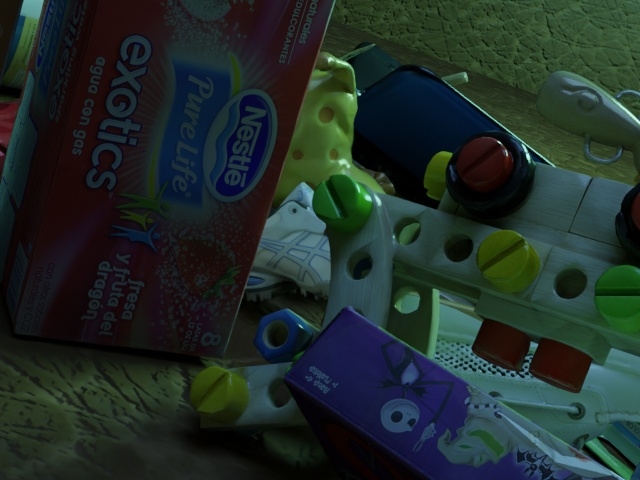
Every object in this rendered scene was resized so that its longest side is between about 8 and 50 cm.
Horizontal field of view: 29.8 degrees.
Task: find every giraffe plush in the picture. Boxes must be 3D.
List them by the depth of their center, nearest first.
[{"bbox_3d":[-0.012,-0.040,0.984,0.170,0.210,0.181,63,4,2],"label":"giraffe plush"}]

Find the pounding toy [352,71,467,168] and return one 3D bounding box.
[{"bbox_3d":[0.130,-0.131,1.438,0.270,0.154,0.154,28,13,26],"label":"pounding toy"}]

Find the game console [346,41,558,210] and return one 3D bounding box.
[{"bbox_3d":[0.167,-0.092,1.157,0.293,0.173,0.250,36,38,-14],"label":"game console"}]

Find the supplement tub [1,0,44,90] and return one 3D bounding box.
[{"bbox_3d":[-0.268,-0.221,1.278,0.200,0.144,0.144,11,18,-30],"label":"supplement tub"}]

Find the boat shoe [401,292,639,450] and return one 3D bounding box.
[{"bbox_3d":[0.136,0.105,0.790,0.277,0.096,0.098,13,-10,3],"label":"boat shoe"}]

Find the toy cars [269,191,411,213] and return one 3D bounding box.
[{"bbox_3d":[0.028,-0.063,1.214,0.394,0.087,0.176,3,23,-45],"label":"toy cars"}]

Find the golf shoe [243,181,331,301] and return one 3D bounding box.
[{"bbox_3d":[0.000,0.000,0.871,0.176,0.086,0.069,-2,3,26],"label":"golf shoe"}]

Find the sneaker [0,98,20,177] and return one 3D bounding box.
[{"bbox_3d":[-0.210,-0.044,0.927,0.221,0.087,0.128,25,29,34],"label":"sneaker"}]

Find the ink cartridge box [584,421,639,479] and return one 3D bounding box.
[{"bbox_3d":[0.295,0.144,0.896,0.209,0.062,0.109,11,18,-27],"label":"ink cartridge box"}]

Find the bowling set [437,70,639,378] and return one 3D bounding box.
[{"bbox_3d":[0.186,0.026,0.970,0.154,0.287,0.200,32,-15,18],"label":"bowling set"}]

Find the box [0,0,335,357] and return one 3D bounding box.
[{"bbox_3d":[-0.106,-0.094,0.770,0.142,0.300,0.154,10,18,-26],"label":"box"}]

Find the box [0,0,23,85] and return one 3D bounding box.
[{"bbox_3d":[-0.293,-0.172,0.720,0.215,0.345,0.168,12,17,-23],"label":"box"}]

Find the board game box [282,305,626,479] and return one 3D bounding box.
[{"bbox_3d":[0.147,0.170,0.449,0.347,0.056,0.208,31,-26,35],"label":"board game box"}]

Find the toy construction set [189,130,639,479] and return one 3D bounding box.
[{"bbox_3d":[0.108,0.063,0.650,0.328,0.215,0.151,22,-10,19],"label":"toy construction set"}]
